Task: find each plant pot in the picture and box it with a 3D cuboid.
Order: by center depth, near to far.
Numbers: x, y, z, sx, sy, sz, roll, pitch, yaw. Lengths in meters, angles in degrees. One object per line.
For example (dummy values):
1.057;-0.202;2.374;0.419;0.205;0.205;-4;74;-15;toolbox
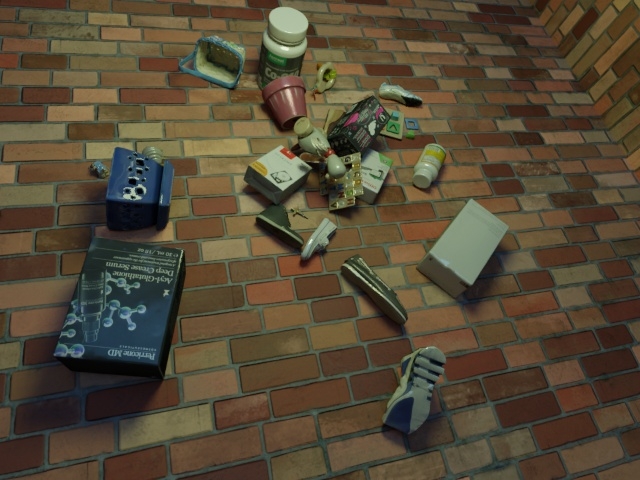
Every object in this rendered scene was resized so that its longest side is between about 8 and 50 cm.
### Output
-0.659;-0.175;1.648;0.212;0.236;0.235;6;61;-19;plant pot
-0.148;-0.622;2.049;0.202;0.201;0.180;-16;83;-22;plant pot

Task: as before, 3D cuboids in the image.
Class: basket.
-0.480;-0.809;2.047;0.255;0.201;0.288;19;49;-5;basket

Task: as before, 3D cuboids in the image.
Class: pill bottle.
-0.175;-0.861;2.061;0.205;0.361;0.204;6;61;-11;pill bottle
0.506;-0.347;2.099;0.118;0.117;0.208;29;59;2;pill bottle

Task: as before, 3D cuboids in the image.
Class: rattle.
-0.022;-0.807;2.245;0.143;0.130;0.199;33;85;17;rattle

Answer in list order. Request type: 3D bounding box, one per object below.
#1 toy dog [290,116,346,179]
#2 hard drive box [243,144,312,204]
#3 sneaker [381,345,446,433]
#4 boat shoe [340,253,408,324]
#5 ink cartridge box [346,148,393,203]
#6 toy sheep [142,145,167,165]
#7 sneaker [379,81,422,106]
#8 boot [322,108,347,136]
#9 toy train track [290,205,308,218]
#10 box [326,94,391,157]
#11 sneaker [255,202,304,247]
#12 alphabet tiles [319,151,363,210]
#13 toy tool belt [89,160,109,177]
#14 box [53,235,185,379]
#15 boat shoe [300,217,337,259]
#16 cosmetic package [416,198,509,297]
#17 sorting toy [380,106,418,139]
-0.030;-0.369;1.896;0.220;0.161;0.333;35;24;-34;toy dog
-0.176;-0.279;1.872;0.181;0.089;0.232;37;44;7;hard drive box
0.333;0.511;1.589;0.128;0.182;0.315;27;88;3;sneaker
0.227;0.181;1.745;0.335;0.112;0.095;42;65;14;boat shoe
0.211;-0.296;2.010;0.161;0.092;0.219;26;59;1;ink cartridge box
-0.676;-0.335;1.810;0.091;0.091;0.132;-21;51;-23;toy sheep
0.421;-0.760;2.318;0.238;0.085;0.086;16;75;-5;sneaker
0.111;-0.497;2.097;0.207;0.090;0.248;20;66;-10;boot
-0.089;-0.116;1.883;0.083;0.014;0.048;31;52;-3;toy train track
0.169;-0.500;2.005;0.142;0.163;0.247;45;70;-23;box
-0.140;-0.070;1.803;0.222;0.083;0.118;34;59;6;sneaker
0.086;-0.249;1.922;0.199;0.009;0.236;-11;71;25;alphabet tiles
-0.870;-0.287;1.752;0.083;0.051;0.052;37;60;7;toy tool belt
-0.622;0.220;1.448;0.294;0.212;0.394;8;61;-11;box
0.000;0.000;1.800;0.076;0.083;0.226;30;58;4;boat shoe
0.606;0.028;1.902;0.217;0.156;0.385;41;61;9;cosmetic package
0.331;-0.605;2.235;0.348;0.047;0.195;13;60;-7;sorting toy
